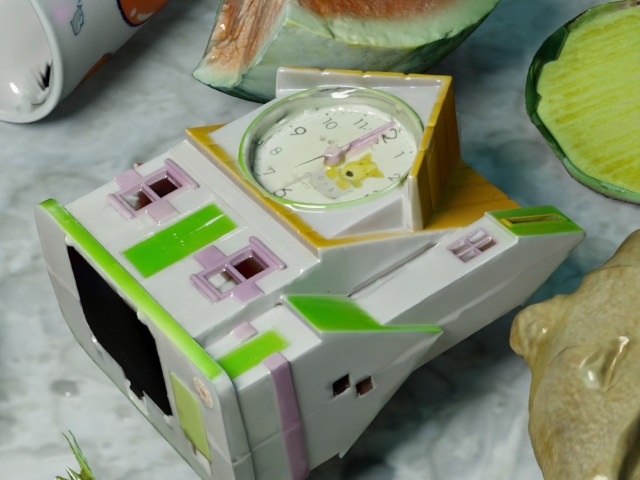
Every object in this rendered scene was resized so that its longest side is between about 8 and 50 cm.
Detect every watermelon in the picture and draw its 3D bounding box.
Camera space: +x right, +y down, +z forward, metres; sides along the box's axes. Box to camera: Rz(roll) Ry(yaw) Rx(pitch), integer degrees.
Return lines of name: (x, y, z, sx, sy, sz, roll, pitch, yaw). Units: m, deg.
watermelon: (0.005, -0.177, 1.457, 0.256, 0.176, 0.260, -9, 43, 25)

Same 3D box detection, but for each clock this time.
clock: (0.000, 0.000, 1.313, 0.309, 0.166, 0.235, -29, 47, -22)

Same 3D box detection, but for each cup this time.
cup: (-0.183, -0.270, 1.525, 0.212, 0.212, 0.317, 28, 55, 22)

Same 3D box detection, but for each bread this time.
bread: (0.270, -0.104, 1.499, 0.228, 0.033, 0.228, 0, 49, 0)

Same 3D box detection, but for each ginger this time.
ginger: (0.211, 0.125, 1.251, 0.190, 0.126, 0.354, 11, 50, 0)

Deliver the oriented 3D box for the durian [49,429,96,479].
durian: (-0.067, 0.255, 1.184, 0.355, 0.157, 0.169, 25, 19, 19)
